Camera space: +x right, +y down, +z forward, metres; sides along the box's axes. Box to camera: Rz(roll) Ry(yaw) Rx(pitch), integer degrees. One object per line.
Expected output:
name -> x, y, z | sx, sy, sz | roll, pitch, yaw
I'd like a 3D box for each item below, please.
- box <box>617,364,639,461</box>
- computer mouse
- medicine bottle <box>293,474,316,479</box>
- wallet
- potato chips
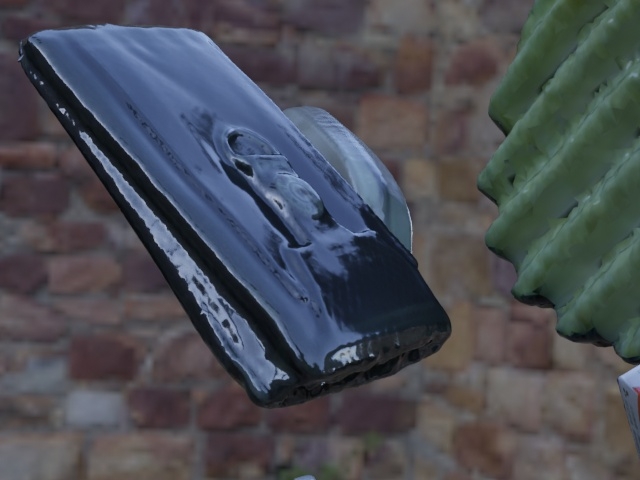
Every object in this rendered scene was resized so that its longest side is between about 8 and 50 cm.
box -> 0.217, 0.168, 1.058 | 0.039, 0.218, 0.055 | -22, 24, -7
computer mouse -> -0.006, 0.000, 1.530 | 0.095, 0.197, 0.331 | -3, 13, -13
medicine bottle -> -0.040, 0.143, 0.845 | 0.091, 0.058, 0.058 | -14, 3, -4
wallet -> -0.042, -0.027, 1.005 | 0.168, 0.245, 0.052 | -15, -28, -53
potato chips -> 0.257, -0.086, 1.306 | 0.070, 0.358, 0.429 | 0, -34, -37
